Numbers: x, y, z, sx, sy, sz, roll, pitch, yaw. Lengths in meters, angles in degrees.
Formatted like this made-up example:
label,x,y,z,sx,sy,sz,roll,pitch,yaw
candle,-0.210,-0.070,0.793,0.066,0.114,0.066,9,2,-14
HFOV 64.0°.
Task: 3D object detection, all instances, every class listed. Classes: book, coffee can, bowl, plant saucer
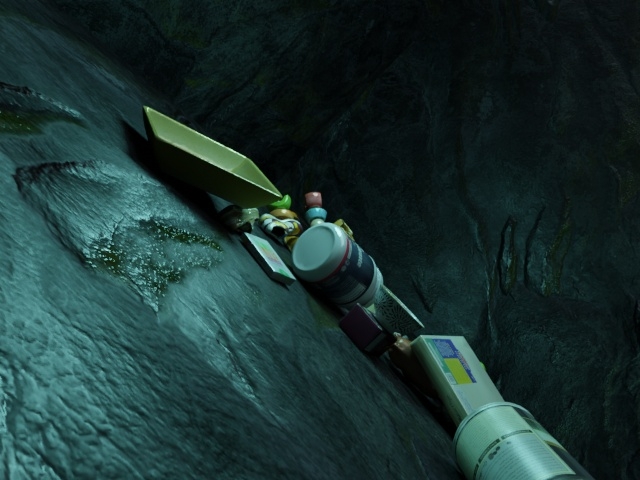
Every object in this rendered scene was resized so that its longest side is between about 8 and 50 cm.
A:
label,x,y,z,sx,sy,sz,roll,pitch,yaw
book,-0.131,0.046,1.249,0.144,0.035,0.096,48,9,31
coffee can,0.396,0.466,0.983,0.201,0.201,0.275,44,3,-11
bowl,0.201,0.206,1.429,0.170,0.080,0.170,46,4,-4
plant saucer,-0.293,-0.196,1.287,0.332,0.081,0.333,25,13,-32

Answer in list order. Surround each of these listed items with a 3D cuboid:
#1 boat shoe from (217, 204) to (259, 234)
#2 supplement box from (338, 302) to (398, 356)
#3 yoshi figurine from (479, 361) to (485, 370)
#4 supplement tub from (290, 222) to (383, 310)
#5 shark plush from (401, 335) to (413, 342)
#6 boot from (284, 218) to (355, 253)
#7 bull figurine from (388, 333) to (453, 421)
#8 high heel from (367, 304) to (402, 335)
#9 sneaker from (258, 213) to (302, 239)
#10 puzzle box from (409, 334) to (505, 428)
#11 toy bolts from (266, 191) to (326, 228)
label,x,y,z,sx,sy,sz,roll,pitch,yaw
boat shoe,-0.199,-0.045,1.316,0.072,0.068,0.190,57,16,7
supplement box,0.137,0.256,1.445,0.104,0.081,0.188,47,4,29
yoshi figurine,0.462,0.492,1.749,0.202,0.204,0.362,27,11,-17
supplement tub,0.055,0.088,1.571,0.272,0.191,0.191,41,5,-42
shark plush,0.348,0.427,2.028,0.161,0.067,0.073,42,4,-37
boot,0.000,0.000,1.806,0.104,0.211,0.295,43,3,-37
bull figurine,0.315,0.410,1.574,0.310,0.101,0.188,50,-4,-4
high heel,0.219,0.306,2.073,0.261,0.093,0.186,37,-17,19
sneaker,-0.126,-0.033,1.751,0.185,0.070,0.084,10,32,-42
puzzle box,0.443,0.460,1.487,0.272,0.052,0.409,13,40,-46
toy bolts,-0.085,-0.068,1.996,0.218,0.228,0.159,80,-1,-57
